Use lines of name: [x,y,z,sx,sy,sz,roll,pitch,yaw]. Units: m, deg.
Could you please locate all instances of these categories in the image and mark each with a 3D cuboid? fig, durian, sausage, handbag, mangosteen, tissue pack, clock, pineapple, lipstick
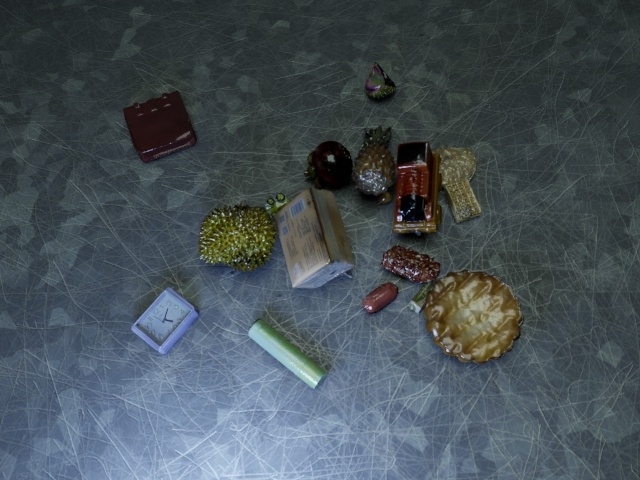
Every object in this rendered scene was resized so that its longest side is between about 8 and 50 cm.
fig: [0.242,-0.155,2.005,0.050,0.050,0.083,36,91,18]
durian: [0.247,-0.659,2.226,0.108,0.119,0.186,-38,49,26]
sausage: [0.210,0.199,1.819,0.141,0.076,0.076,-34,68,-11]
durian: [-0.301,-0.006,1.857,0.293,0.258,0.258,-4,65,7]
handbag: [-0.671,-0.482,2.184,0.260,0.084,0.275,-24,65,-7]
mangosteen: [0.028,-0.287,2.018,0.200,0.200,0.199,-1,65,3]
tissue pack: [0.000,0.000,1.874,0.239,0.238,0.305,-14,65,-4]
clock: [-0.540,0.278,1.823,0.145,0.073,0.193,33,71,16]
pineapple: [0.220,-0.325,2.017,0.175,0.175,0.361,12,46,9]
lipstick: [-0.116,0.377,1.752,0.304,0.076,0.076,36,72,18]

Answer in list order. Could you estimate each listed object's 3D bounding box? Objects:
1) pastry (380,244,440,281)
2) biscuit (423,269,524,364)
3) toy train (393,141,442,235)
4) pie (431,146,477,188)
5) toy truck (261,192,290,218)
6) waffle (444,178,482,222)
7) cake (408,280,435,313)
pastry: [0.321,0.087,1.852,0.209,0.097,0.115,19,59,14]
biscuit: [0.510,0.255,1.761,0.326,0.107,0.325,-2,66,5]
toy train: [0.349,-0.202,1.899,0.163,0.231,0.368,-2,64,22]
pie: [0.504,-0.285,2.044,0.218,0.052,0.184,-2,64,1]
toy truck: [-0.168,-0.128,2.001,0.111,0.076,0.076,-29,87,-10]
waffle: [0.535,-0.150,1.968,0.103,0.042,0.147,-17,78,-5]
cake: [0.362,0.198,1.839,0.051,0.055,0.140,35,54,19]
